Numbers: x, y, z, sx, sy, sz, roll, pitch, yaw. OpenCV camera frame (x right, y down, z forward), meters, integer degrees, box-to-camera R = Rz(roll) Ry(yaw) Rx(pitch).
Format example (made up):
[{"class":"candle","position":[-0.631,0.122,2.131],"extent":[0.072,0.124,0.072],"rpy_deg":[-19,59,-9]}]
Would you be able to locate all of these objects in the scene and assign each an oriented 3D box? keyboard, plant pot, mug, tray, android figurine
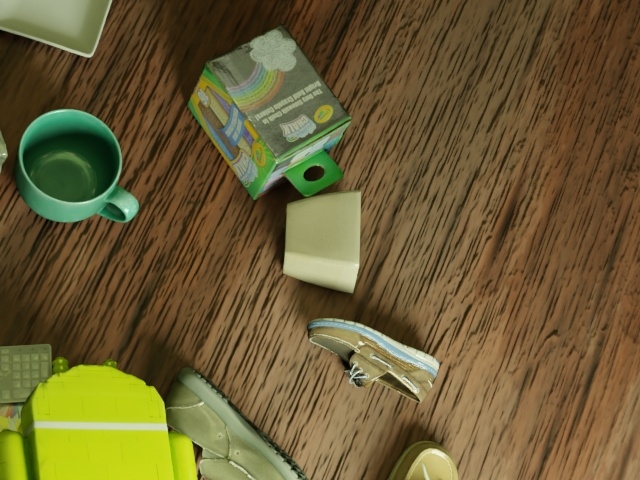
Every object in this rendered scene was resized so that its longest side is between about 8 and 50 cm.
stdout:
[{"class":"keyboard","position":[-0.450,0.165,1.852],"extent":[0.256,0.014,0.072],"rpy_deg":[-3,60,-7]},{"class":"plant pot","position":[0.000,0.000,2.027],"extent":[0.096,0.109,0.109],"rpy_deg":[3,69,-2]},{"class":"mug","position":[-0.317,-0.077,1.963],"extent":[0.129,0.097,0.157],"rpy_deg":[-18,76,-22]},{"class":"tray","position":[-0.344,-0.378,2.109],"extent":[0.145,0.030,0.270],"rpy_deg":[18,66,-10]},{"class":"android figurine","position":[-0.258,0.257,1.797],"extent":[0.248,0.056,0.272],"rpy_deg":[3,58,-29]}]

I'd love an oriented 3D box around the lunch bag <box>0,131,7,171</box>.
[{"class":"lunch bag","position":[-0.545,-0.180,1.899],"extent":[0.235,0.169,0.287],"rpy_deg":[-18,80,-21]}]

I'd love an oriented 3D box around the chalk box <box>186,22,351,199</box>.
[{"class":"chalk box","position":[-0.056,-0.151,2.050],"extent":[0.132,0.132,0.213],"rpy_deg":[-30,81,-25]}]

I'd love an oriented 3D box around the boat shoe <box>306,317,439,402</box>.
[{"class":"boat shoe","position":[0.064,0.155,2.001],"extent":[0.183,0.066,0.066],"rpy_deg":[20,67,-8]}]

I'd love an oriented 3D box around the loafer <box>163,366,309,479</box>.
[{"class":"loafer","position":[-0.102,0.267,1.909],"extent":[0.251,0.094,0.087],"rpy_deg":[44,89,13]}]

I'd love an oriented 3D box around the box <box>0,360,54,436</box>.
[{"class":"box","position":[-0.352,0.235,1.864],"extent":[0.179,0.043,0.105],"rpy_deg":[-40,84,-23]}]

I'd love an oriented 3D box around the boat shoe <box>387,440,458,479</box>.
[{"class":"boat shoe","position":[0.120,0.379,1.918],"extent":[0.105,0.089,0.285],"rpy_deg":[17,66,-9]}]
